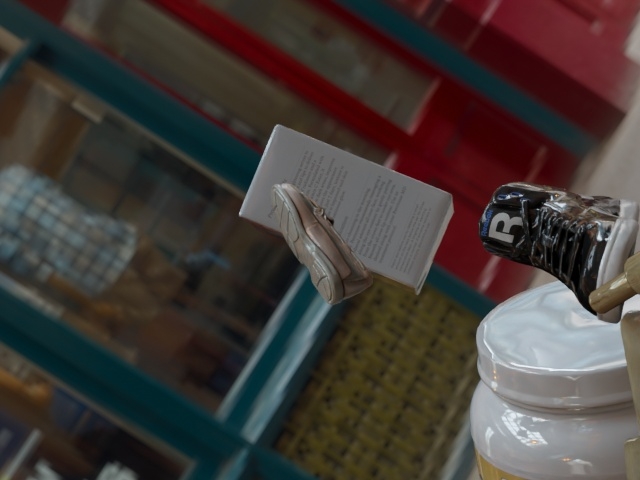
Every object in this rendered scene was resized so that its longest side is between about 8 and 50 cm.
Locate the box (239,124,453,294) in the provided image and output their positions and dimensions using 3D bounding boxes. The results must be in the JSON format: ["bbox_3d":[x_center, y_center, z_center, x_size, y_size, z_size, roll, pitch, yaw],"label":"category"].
[{"bbox_3d":[0.027,-0.025,1.545,0.130,0.170,0.091,41,-109,-83],"label":"box"}]

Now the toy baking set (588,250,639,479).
[{"bbox_3d":[0.267,0.080,1.094,0.256,0.197,0.030,-31,3,39],"label":"toy baking set"}]

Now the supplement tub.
[{"bbox_3d":[0.254,0.209,1.471,0.228,0.228,0.316,-62,-37,-64],"label":"supplement tub"}]

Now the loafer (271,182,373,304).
[{"bbox_3d":[0.000,0.000,1.360,0.039,0.125,0.045,-16,-39,-19],"label":"loafer"}]

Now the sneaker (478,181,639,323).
[{"bbox_3d":[0.176,0.006,1.291,0.217,0.121,0.079,-40,-40,-76],"label":"sneaker"}]
